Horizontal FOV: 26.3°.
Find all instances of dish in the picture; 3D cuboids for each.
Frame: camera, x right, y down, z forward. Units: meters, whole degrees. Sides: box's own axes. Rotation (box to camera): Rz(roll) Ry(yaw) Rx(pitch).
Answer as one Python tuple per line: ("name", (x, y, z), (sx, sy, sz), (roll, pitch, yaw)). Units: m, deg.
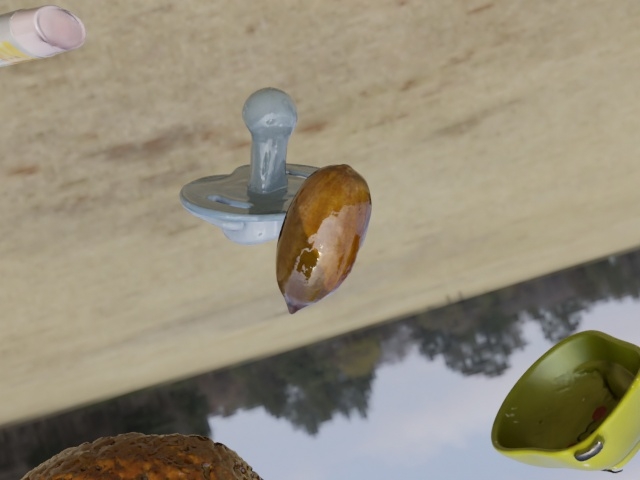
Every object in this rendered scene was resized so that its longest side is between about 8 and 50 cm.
("dish", (0.365, 0.239, 1.856), (0.221, 0.108, 0.262), (-51, -161, -16))

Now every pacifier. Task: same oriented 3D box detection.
("pacifier", (-0.085, -0.118, 2.025), (0.238, 0.225, 0.287), (19, -157, 33))

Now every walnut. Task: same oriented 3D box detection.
("walnut", (0.000, 0.000, 1.733), (0.116, 0.207, 0.116), (19, -171, -3))

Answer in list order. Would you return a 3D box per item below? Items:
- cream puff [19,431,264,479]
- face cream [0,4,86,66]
("cream puff", (-0.180, 0.327, 1.294), (0.303, 0.212, 0.303), (-6, 136, -6))
("face cream", (-0.495, -0.315, 2.148), (0.269, 0.073, 0.107), (-5, 169, 37))
